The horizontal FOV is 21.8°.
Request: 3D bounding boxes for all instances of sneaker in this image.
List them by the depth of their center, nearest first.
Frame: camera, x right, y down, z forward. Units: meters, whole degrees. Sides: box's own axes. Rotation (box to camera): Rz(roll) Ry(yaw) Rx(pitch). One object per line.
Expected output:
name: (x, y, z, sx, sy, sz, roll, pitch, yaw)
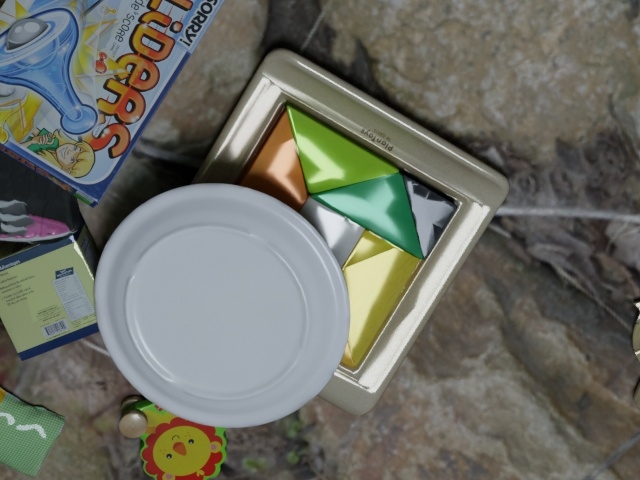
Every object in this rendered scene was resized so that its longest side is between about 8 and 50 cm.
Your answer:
sneaker: (-0.268, -0.025, 1.282, 0.178, 0.077, 0.072, 7, 71, 10)

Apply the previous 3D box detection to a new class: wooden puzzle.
wooden puzzle: (0.000, 0.000, 1.307, 0.221, 0.044, 0.238, 30, 104, -9)

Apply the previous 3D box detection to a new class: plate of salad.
plate of salad: (-0.074, 0.049, 1.272, 0.200, 0.048, 0.199, 3, 109, 9)

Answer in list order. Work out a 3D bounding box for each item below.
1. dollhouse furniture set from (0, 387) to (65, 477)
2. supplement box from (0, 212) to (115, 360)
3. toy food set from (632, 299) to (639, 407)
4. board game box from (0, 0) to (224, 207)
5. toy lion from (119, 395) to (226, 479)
dollhouse furniture set: (-0.275, 0.200, 1.355, 0.076, 0.058, 0.151, 26, 105, -8)
supplement box: (-0.212, 0.036, 1.308, 0.083, 0.056, 0.083, -21, 106, 5)
toy food set: (0.292, 0.105, 1.356, 0.078, 0.019, 0.122, -2, 99, 0)
board game box: (-0.171, -0.144, 1.226, 0.136, 0.035, 0.201, 32, 79, -10)
toy lion: (-0.110, 0.154, 1.360, 0.100, 0.034, 0.096, -40, 110, 10)
